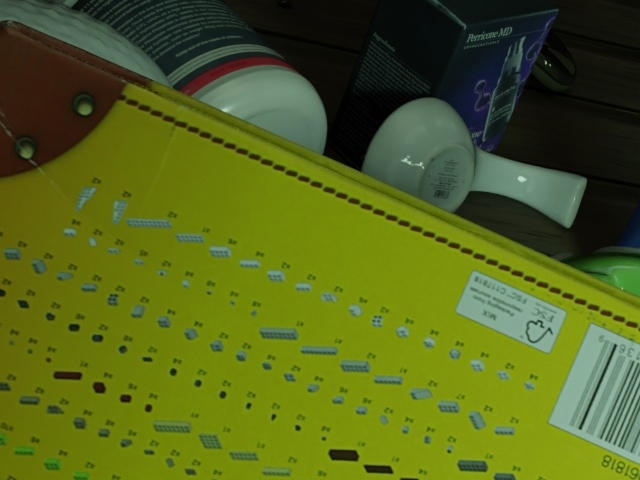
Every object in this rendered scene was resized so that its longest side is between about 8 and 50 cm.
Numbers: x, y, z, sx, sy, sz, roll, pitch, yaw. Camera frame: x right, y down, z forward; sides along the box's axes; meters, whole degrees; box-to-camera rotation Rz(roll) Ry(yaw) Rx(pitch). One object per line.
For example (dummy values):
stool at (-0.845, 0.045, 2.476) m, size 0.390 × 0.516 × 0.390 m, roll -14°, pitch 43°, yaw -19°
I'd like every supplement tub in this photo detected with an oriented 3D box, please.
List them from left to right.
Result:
supplement tub at (-0.141, -0.135, 1.251) m, size 0.191 × 0.191 × 0.272 m, roll -14°, pitch 48°, yaw -39°

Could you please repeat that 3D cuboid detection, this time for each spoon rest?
spoon rest at (0.140, -0.061, 1.373) m, size 0.276 × 0.137 × 0.084 m, roll 8°, pitch 15°, yaw -41°

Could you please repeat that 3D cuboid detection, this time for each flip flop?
flip flop at (0.197, -0.274, 1.715) m, size 0.277 × 0.080 × 0.112 m, roll 48°, pitch 36°, yaw 11°

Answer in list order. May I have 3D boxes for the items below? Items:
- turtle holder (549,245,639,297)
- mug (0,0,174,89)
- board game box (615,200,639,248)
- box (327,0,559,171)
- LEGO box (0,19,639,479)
turtle holder at (0.197, 0.097, 0.948) m, size 0.243 × 0.320 × 0.227 m, roll 16°, pitch 8°, yaw 6°
mug at (-0.222, -0.024, 0.986) m, size 0.374 × 0.276 × 0.328 m, roll 30°, pitch 28°, yaw 25°
board game box at (0.376, -0.006, 1.205) m, size 0.078 × 0.347 × 0.233 m, roll 5°, pitch 38°, yaw -22°
box at (0.121, -0.166, 1.408) m, size 0.153 × 0.207 × 0.108 m, roll -18°, pitch 51°, yaw -42°
LEGO box at (0.072, 0.125, 0.647) m, size 0.500 × 0.193 × 0.372 m, roll 24°, pitch -6°, yaw 4°
